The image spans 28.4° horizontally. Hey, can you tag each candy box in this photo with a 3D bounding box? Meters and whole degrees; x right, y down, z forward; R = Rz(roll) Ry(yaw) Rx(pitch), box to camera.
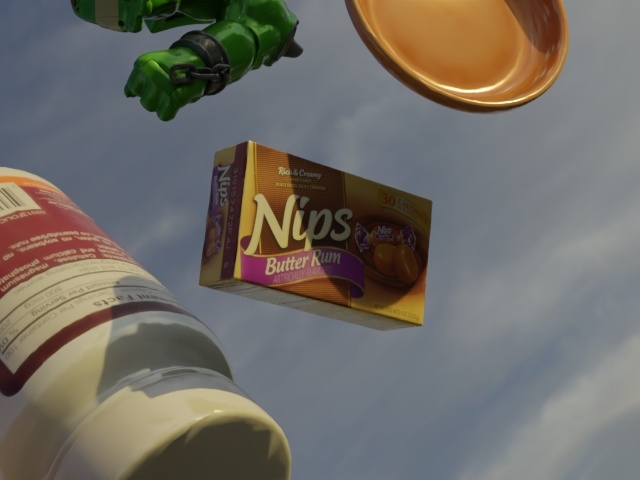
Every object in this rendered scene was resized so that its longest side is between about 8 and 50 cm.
[{"bbox_3d":[0.000,0.000,0.990,0.186,0.053,0.109,17,-108,-36],"label":"candy box"}]

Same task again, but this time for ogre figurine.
[{"bbox_3d":[-0.086,-0.149,0.666,0.118,0.197,0.097,-10,-51,-45],"label":"ogre figurine"}]

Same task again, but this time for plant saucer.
[{"bbox_3d":[0.105,-0.185,1.016,0.200,0.200,0.037,-31,-10,-33],"label":"plant saucer"}]

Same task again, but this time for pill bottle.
[{"bbox_3d":[-0.212,0.116,1.069,0.224,0.392,0.224,-24,-48,-29],"label":"pill bottle"}]
